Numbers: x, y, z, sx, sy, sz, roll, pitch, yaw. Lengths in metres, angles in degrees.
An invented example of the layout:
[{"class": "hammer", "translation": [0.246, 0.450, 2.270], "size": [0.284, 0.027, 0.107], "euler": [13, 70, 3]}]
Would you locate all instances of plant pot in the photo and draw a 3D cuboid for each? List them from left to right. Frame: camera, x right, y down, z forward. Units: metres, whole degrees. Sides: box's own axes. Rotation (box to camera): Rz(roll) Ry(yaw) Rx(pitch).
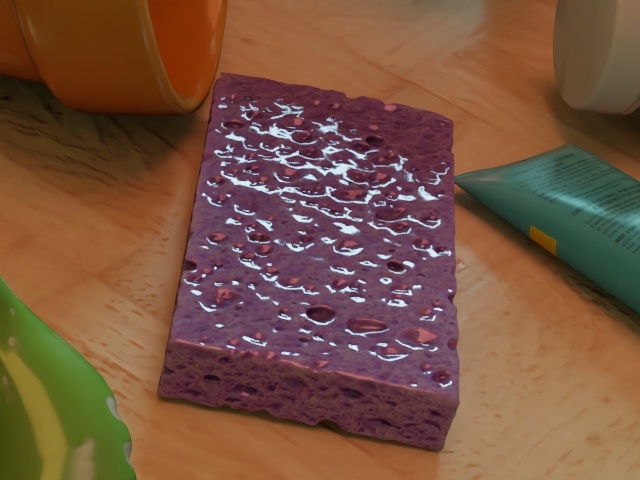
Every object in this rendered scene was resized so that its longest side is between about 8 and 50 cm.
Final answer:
[{"class": "plant pot", "translation": [-0.153, -0.159, 0.794], "size": [0.188, 0.205, 0.205], "euler": [0, 35, 8]}]

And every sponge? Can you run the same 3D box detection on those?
[{"class": "sponge", "translation": [0.000, 0.000, 0.749], "size": [0.117, 0.031, 0.210], "euler": [11, 36, -4]}]

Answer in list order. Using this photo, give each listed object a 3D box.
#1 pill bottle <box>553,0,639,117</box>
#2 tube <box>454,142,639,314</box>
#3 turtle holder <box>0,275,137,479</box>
[{"class": "pill bottle", "translation": [0.237, -0.103, 0.887], "size": [0.216, 0.121, 0.121], "euler": [5, 37, -13]}, {"class": "tube", "translation": [0.156, 0.010, 0.777], "size": [0.080, 0.052, 0.207], "euler": [-12, 38, -38]}, {"class": "turtle holder", "translation": [-0.217, 0.042, 0.490], "size": [0.320, 0.243, 0.227], "euler": [47, 49, -20]}]
